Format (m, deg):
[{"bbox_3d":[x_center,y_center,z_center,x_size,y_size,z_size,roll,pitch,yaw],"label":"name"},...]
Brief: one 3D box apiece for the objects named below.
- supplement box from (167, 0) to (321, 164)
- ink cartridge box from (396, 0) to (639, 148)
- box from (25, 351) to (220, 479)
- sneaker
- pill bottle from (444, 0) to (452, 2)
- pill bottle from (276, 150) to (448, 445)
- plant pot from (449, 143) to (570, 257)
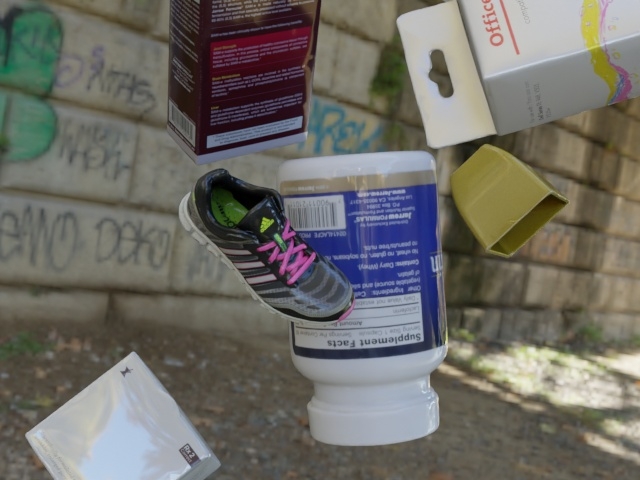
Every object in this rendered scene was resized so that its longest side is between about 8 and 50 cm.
[{"bbox_3d":[-0.073,-0.200,0.977,0.130,0.239,0.073,-15,42,-29],"label":"supplement box"},{"bbox_3d":[0.256,-0.248,1.096,0.353,0.207,0.119,-16,-28,9],"label":"ink cartridge box"},{"bbox_3d":[-0.261,0.282,1.386,0.181,0.182,0.119,50,-11,17],"label":"box"},{"bbox_3d":[-0.042,0.002,0.827,0.170,0.063,0.075,39,-27,10],"label":"sneaker"},{"bbox_3d":[0.160,-0.359,1.258,0.087,0.087,0.160,9,45,-17],"label":"pill bottle"},{"bbox_3d":[0.042,0.051,0.977,0.153,0.265,0.153,-4,4,0],"label":"pill bottle"},{"bbox_3d":[0.169,-0.043,0.968,0.083,0.081,0.081,51,16,21],"label":"plant pot"}]
